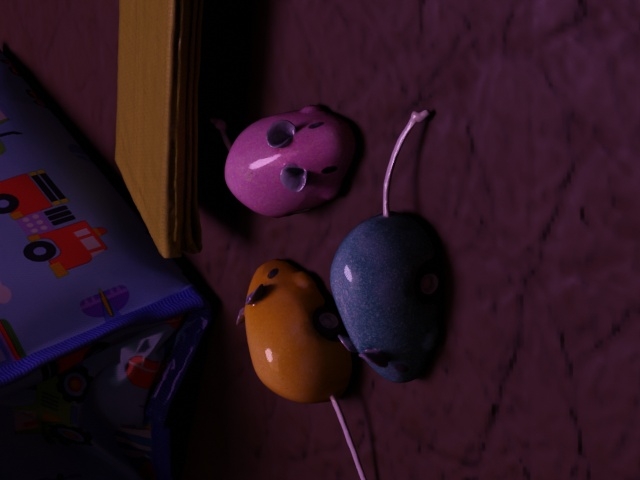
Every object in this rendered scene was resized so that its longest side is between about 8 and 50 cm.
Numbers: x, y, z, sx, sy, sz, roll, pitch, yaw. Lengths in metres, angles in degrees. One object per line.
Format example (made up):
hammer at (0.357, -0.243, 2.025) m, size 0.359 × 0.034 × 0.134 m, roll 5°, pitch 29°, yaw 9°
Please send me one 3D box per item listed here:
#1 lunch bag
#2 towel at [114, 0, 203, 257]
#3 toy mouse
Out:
lunch bag at (-0.233, 0.041, 0.760) m, size 0.221 × 0.293 × 0.138 m, roll 47°, pitch 137°, yaw 39°
towel at (-0.061, -0.118, 0.679) m, size 0.102 × 0.021 × 0.237 m, roll -121°, pitch 31°, yaw -57°
toy mouse at (0.000, 0.000, 0.629) m, size 0.161 × 0.031 × 0.143 m, roll 62°, pitch 145°, yaw 22°
